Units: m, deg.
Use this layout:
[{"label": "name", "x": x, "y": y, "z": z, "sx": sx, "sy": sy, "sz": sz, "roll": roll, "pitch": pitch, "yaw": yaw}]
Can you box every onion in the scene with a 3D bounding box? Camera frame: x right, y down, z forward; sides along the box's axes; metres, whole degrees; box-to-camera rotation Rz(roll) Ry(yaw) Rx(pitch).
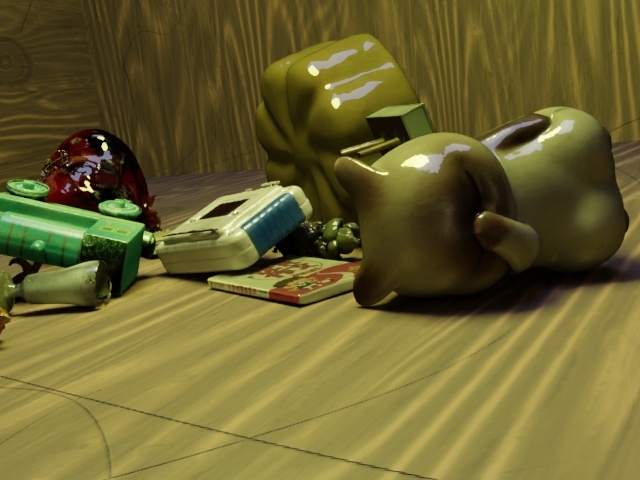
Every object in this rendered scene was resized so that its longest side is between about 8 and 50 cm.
[{"label": "onion", "x": -0.469, "y": -0.100, "z": 1.693, "sx": 0.280, "sy": 0.281, "sz": 0.221, "roll": -12, "pitch": -23, "yaw": -27}]

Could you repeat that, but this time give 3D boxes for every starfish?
[{"label": "starfish", "x": -0.536, "y": 0.062, "z": 1.333, "sx": 0.146, "sy": 0.074, "sz": 0.190, "roll": -4, "pitch": 9, "yaw": 24}]

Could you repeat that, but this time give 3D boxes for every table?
[{"label": "table", "x": 0.125, "y": -0.065, "z": 1.189, "sx": 0.111, "sy": 0.240, "sz": 0.121, "roll": -29, "pitch": 15, "yaw": -14}]

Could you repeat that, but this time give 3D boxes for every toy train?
[{"label": "toy train", "x": -0.423, "y": -0.010, "z": 1.319, "sx": 0.298, "sy": 0.120, "sz": 0.194, "roll": 12, "pitch": 17, "yaw": -1}]

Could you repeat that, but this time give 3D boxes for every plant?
[{"label": "plant", "x": 0.000, "y": 0.000, "z": 1.335, "sx": 0.174, "sy": 0.087, "sz": 0.085, "roll": -4, "pitch": 49, "yaw": 40}]

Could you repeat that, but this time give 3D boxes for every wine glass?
[{"label": "wine glass", "x": -0.393, "y": 0.069, "z": 1.202, "sx": 0.155, "sy": 0.072, "sz": 0.072, "roll": -6, "pitch": 10, "yaw": 2}]

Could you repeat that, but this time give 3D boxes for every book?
[{"label": "book", "x": -0.037, "y": 0.054, "z": 1.190, "sx": 0.162, "sy": 0.022, "sz": 0.232, "roll": -14, "pitch": 13, "yaw": -37}]

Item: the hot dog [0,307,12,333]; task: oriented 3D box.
[{"label": "hot dog", "x": -0.510, "y": 0.110, "z": 1.030, "sx": 0.249, "sy": 0.076, "sz": 0.102, "roll": -8, "pitch": 6, "yaw": -1}]

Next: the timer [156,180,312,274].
[{"label": "timer", "x": -0.148, "y": -0.021, "z": 1.333, "sx": 0.253, "sy": 0.078, "sz": 0.178, "roll": -8, "pitch": 27, "yaw": 50}]

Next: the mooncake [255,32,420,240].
[{"label": "mooncake", "x": 0.033, "y": -0.176, "z": 1.493, "sx": 0.200, "sy": 0.379, "sz": 0.378, "roll": -22, "pitch": 15, "yaw": -22}]

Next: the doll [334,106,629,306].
[{"label": "doll", "x": 0.222, "y": -0.046, "z": 1.035, "sx": 0.370, "sy": 0.215, "sz": 0.226, "roll": -16, "pitch": 14, "yaw": -30}]

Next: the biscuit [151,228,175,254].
[{"label": "biscuit", "x": -0.259, "y": -0.005, "z": 1.635, "sx": 0.199, "sy": 0.041, "sz": 0.121, "roll": -10, "pitch": 7, "yaw": -25}]
